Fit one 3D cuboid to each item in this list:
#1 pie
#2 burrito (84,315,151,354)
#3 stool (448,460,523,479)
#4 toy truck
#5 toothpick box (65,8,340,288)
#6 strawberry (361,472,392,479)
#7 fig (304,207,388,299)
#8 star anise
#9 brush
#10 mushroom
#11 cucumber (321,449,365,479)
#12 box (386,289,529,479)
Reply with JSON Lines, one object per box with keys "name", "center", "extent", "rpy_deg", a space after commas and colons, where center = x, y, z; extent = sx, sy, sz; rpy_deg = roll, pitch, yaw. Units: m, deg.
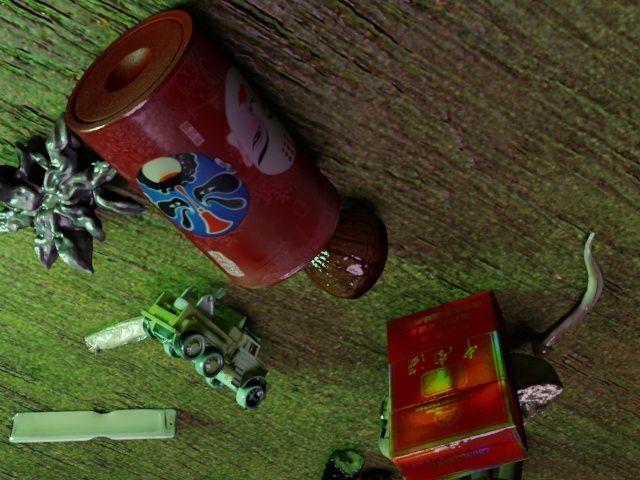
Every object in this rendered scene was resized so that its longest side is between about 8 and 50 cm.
{"name": "pie", "center": [0.251, 0.289, 1.523], "extent": [0.338, 0.337, 0.075], "rpy_deg": [-18, 107, 15]}
{"name": "burrito", "center": [-0.328, 0.158, 1.532], "extent": [0.186, 0.041, 0.045], "rpy_deg": [-16, 92, 14]}
{"name": "stool", "center": [0.314, 0.525, 1.828], "extent": [0.272, 0.178, 0.272], "rpy_deg": [-1, 135, -1]}
{"name": "toy truck", "center": [-0.170, 0.173, 1.490], "extent": [0.128, 0.135, 0.259], "rpy_deg": [21, 156, 44]}
{"name": "toothpick box", "center": [-0.143, -0.110, 1.154], "extent": [0.204, 0.204, 0.333], "rpy_deg": [-25, 131, 21]}
{"name": "strawberry", "center": [0.122, 0.548, 1.921], "extent": [0.083, 0.083, 0.096], "rpy_deg": [-4, 142, 2]}
{"name": "fig", "center": [0.000, 0.000, 1.331], "extent": [0.201, 0.133, 0.146], "rpy_deg": [27, 119, -15]}
{"name": "star anise", "center": [-0.377, -0.060, 1.261], "extent": [0.283, 0.129, 0.212], "rpy_deg": [-23, 115, 15]}
{"name": "brush", "center": [-0.441, 0.367, 1.725], "extent": [0.321, 0.060, 0.050], "rpy_deg": [-2, 148, 0]}
{"name": "mushroom", "center": [0.438, 0.100, 1.511], "extent": [0.068, 0.043, 0.306], "rpy_deg": [-12, 139, -27]}
{"name": "cucumber", "center": [0.032, 0.553, 1.920], "extent": [0.081, 0.072, 0.303], "rpy_deg": [5, 135, -8]}
{"name": "box", "center": [0.213, 0.232, 1.430], "extent": [0.197, 0.313, 0.089], "rpy_deg": [-18, 124, 15]}
